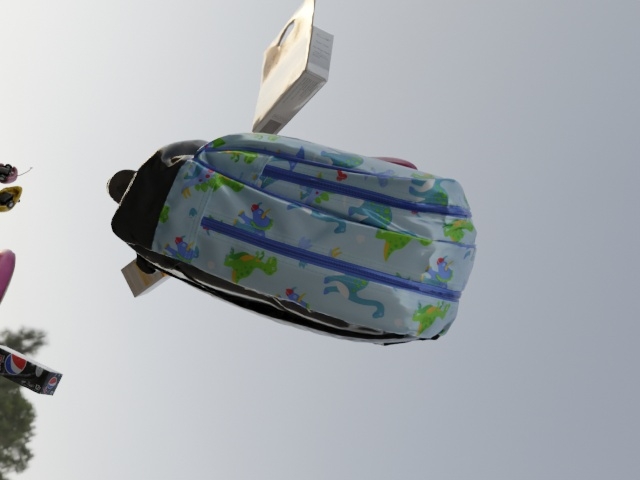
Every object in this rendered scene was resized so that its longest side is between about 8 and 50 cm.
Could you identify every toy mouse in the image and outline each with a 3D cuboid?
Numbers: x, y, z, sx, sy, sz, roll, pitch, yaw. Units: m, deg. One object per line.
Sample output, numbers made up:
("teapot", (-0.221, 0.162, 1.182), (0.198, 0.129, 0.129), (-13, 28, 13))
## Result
("toy mouse", (-0.606, -0.100, 1.126), (0.143, 0.161, 0.031), (26, -45, 4))

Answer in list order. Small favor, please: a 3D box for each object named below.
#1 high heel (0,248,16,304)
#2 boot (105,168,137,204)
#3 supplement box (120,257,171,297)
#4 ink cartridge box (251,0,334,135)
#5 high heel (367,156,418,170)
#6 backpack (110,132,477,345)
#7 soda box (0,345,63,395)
("high heel", (-0.450, 0.086, 0.704), (0.082, 0.117, 0.244), (-21, -140, 44))
("boot", (-0.328, -0.075, 1.385), (0.115, 0.305, 0.112), (4, -109, 62))
("supplement box", (-0.318, 0.057, 1.149), (0.098, 0.036, 0.062), (-31, -97, 31))
("ink cartridge box", (-0.068, -0.430, 1.535), (0.296, 0.066, 0.261), (-32, -135, 53))
("high heel", (0.047, -0.166, 1.556), (0.377, 0.181, 0.127), (-7, -110, 33))
("backpack", (0.000, 0.000, 0.732), (0.356, 0.290, 0.273), (31, -89, 18))
("soda box", (-0.662, 0.285, 1.372), (0.169, 0.060, 0.053), (20, -104, 14))
